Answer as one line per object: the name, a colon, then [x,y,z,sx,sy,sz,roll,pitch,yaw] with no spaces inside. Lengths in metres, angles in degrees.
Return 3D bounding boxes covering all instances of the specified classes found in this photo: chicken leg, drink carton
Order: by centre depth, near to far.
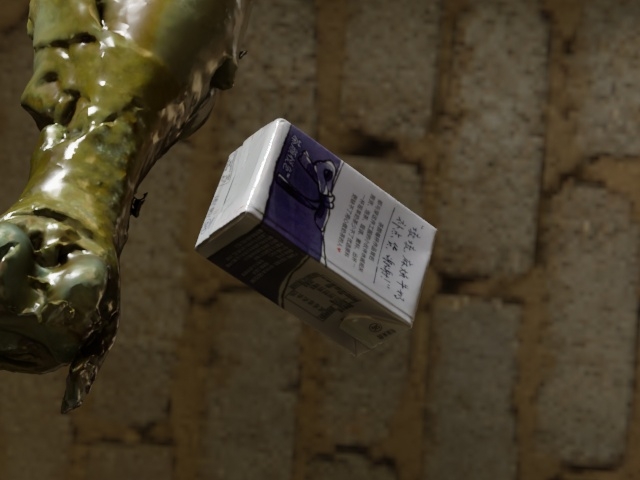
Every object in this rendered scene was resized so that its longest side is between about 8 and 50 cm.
chicken leg: [-0.135,-0.084,0.941,0.201,0.152,0.429,85,-169,-48]
drink carton: [0.001,0.000,1.561,0.102,0.222,0.134,-35,29,44]
